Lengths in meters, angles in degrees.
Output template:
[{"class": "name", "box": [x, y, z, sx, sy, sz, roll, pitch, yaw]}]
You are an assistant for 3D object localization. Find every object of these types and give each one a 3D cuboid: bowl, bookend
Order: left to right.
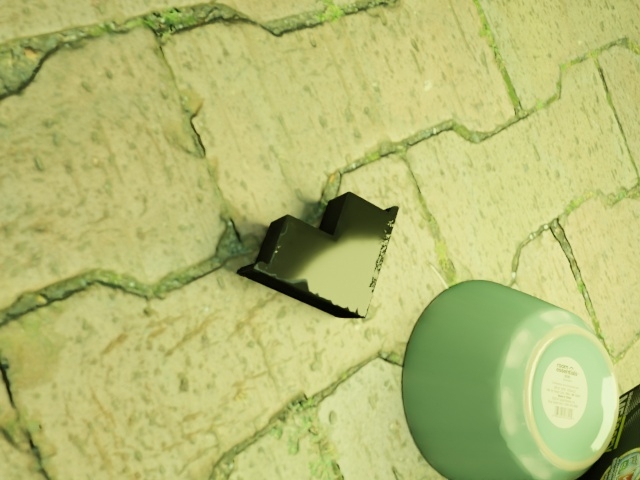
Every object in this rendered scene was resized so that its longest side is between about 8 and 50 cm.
[{"class": "bookend", "box": [0.000, 0.000, 0.613, 0.157, 0.072, 0.156, 25, 72, -20]}, {"class": "bowl", "box": [0.290, 0.209, 0.678, 0.311, 0.163, 0.311, 3, 82, -26]}]

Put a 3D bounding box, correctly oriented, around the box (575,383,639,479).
[{"class": "box", "box": [0.407, 0.309, 0.655, 0.060, 0.216, 0.270, 43, 42, 18]}]
